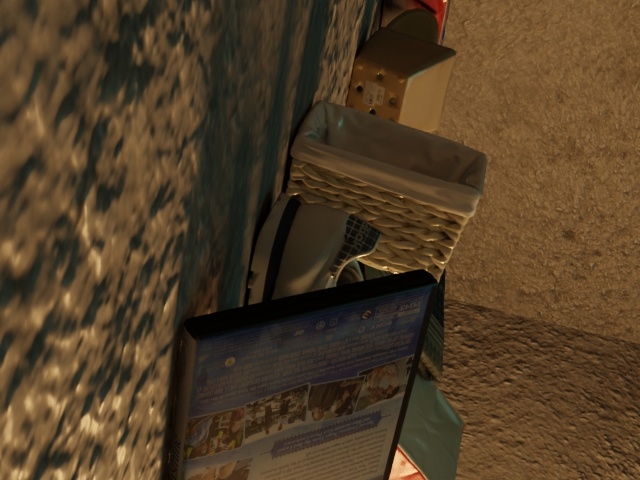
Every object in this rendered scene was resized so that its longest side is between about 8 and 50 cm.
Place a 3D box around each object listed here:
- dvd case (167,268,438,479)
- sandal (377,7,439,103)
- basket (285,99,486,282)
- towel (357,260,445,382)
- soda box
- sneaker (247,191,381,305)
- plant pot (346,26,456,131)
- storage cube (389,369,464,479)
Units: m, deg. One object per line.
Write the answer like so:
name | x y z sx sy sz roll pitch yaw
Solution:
dvd case | -0.019 0.141 0.720 0.022 0.180 0.253 46 -44 43
sandal | 0.079 -0.206 1.428 0.079 0.088 0.240 2 -111 63
basket | 0.053 -0.042 0.938 0.113 0.167 0.103 -66 173 -63
towel | 0.111 0.010 1.527 0.324 0.056 0.312 51 36 -49
soda box | 0.135 -0.305 1.532 0.263 0.092 0.083 93 10 -62
sneaker | -0.015 0.071 0.881 0.090 0.095 0.235 -73 176 -49
plant pot | 0.090 -0.190 1.291 0.096 0.109 0.109 -35 142 -54
storage cube | 0.081 0.301 1.570 0.183 0.193 0.215 54 32 -23
